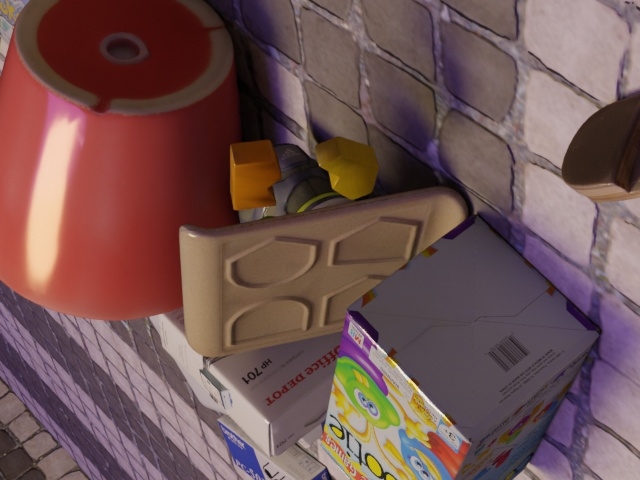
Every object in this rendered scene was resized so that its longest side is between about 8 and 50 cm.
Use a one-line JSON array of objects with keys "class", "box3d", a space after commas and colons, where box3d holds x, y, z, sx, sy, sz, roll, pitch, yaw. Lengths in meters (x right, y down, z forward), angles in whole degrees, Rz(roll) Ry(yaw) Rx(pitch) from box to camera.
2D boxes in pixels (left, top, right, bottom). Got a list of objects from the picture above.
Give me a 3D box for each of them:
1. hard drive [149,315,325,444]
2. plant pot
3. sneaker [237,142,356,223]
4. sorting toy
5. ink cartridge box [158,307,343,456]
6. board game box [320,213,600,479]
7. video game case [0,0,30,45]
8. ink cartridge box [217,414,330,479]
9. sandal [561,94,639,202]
[{"class": "hard drive", "box3d": [-0.126, 0.152, 1.695, 0.319, 0.040, 0.210, 4, 126, 62]}, {"class": "plant pot", "box3d": [-0.192, -0.099, 1.208, 0.275, 0.275, 0.243, 44, 144, 23]}, {"class": "sneaker", "box3d": [-0.028, 0.005, 1.241, 0.121, 0.111, 0.300, 60, 155, 17]}, {"class": "sorting toy", "box3d": [0.000, 0.000, 1.040, 0.307, 0.229, 0.041, 97, 163, -59]}, {"class": "ink cartridge box", "box3d": [-0.064, 0.119, 1.395, 0.191, 0.140, 0.082, 41, 152, 28]}, {"class": "board game box", "box3d": [0.105, 0.131, 1.075, 0.142, 0.144, 0.275, 46, 155, 21]}, {"class": "video game case", "box3d": [-0.300, -0.281, 1.391, 0.329, 0.036, 0.300, 45, 150, 23]}, {"class": "ink cartridge box", "box3d": [-0.058, 0.315, 1.786, 0.207, 0.046, 0.097, 29, 145, 47]}, {"class": "sandal", "box3d": [0.231, -0.041, 0.708, 0.079, 0.088, 0.240, 28, 173, -19]}]
